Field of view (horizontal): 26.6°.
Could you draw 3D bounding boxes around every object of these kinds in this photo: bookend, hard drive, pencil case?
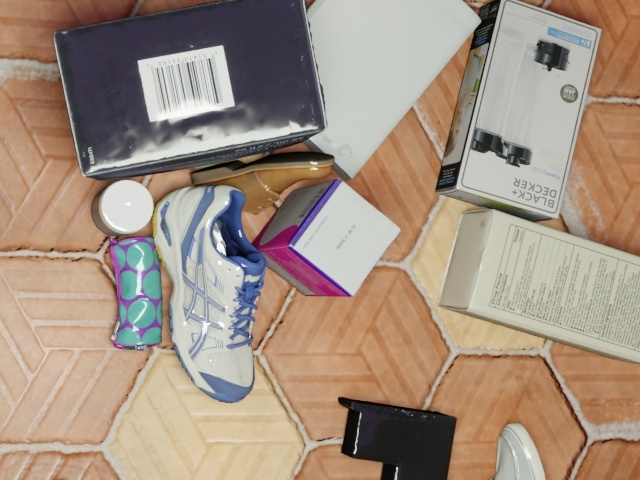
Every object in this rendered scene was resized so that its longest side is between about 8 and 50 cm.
[{"bbox_3d":[0.096,0.309,1.889,0.156,0.072,0.157,10,86,-15],"label":"bookend"},{"bbox_3d":[0.061,-0.266,1.916,0.203,0.040,0.307,42,77,-11],"label":"hard drive"},{"bbox_3d":[-0.247,0.071,1.800,0.070,0.064,0.151,-2,88,-30],"label":"pencil case"}]

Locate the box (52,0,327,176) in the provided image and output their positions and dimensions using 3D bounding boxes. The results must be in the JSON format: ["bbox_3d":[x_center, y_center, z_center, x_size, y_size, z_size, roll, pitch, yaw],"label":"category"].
[{"bbox_3d":[-0.161,-0.184,1.693,0.296,0.294,0.182,-11,93,-5],"label":"box"}]

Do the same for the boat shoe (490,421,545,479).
[{"bbox_3d":[0.274,0.378,1.936,0.081,0.079,0.227,-10,94,-21],"label":"boat shoe"}]

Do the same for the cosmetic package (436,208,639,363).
[{"bbox_3d":[0.336,0.068,1.940,0.296,0.129,0.153,18,84,-16],"label":"cosmetic package"}]

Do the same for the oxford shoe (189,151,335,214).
[{"bbox_3d":[-0.071,-0.076,1.813,0.076,0.212,0.076,-28,107,-60],"label":"oxford shoe"}]

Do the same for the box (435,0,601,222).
[{"bbox_3d":[0.287,-0.186,1.955,0.169,0.087,0.289,17,84,-15],"label":"box"}]

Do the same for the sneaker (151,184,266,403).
[{"bbox_3d":[-0.129,0.071,1.783,0.112,0.131,0.296,-25,102,-56],"label":"sneaker"}]

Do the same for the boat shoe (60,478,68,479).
[{"bbox_3d":[-0.369,0.380,1.760,0.048,0.056,0.153,24,89,-19],"label":"boat shoe"}]

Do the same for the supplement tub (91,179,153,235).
[{"bbox_3d":[-0.261,-0.042,1.777,0.071,0.107,0.071,0,89,-17],"label":"supplement tub"}]

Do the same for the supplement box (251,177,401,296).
[{"bbox_3d":[0.000,0.000,1.795,0.114,0.220,0.111,39,78,-13],"label":"supplement box"}]
